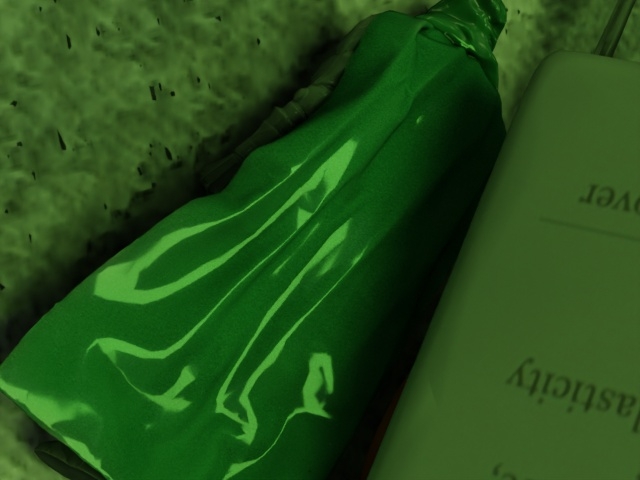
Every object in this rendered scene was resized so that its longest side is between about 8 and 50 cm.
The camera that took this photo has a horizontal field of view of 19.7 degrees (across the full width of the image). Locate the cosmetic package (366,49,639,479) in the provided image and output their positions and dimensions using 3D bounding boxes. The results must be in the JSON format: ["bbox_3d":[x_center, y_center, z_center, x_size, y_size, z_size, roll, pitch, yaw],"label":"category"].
[{"bbox_3d":[0.196,0.200,0.589,0.327,0.329,0.394,39,71,-52],"label":"cosmetic package"}]

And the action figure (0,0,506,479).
[{"bbox_3d":[0.000,0.000,0.626,0.137,0.063,0.232,50,64,-29],"label":"action figure"}]

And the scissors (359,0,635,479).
[{"bbox_3d":[0.076,-0.003,0.693,0.109,0.021,0.297,80,33,-60],"label":"scissors"}]
